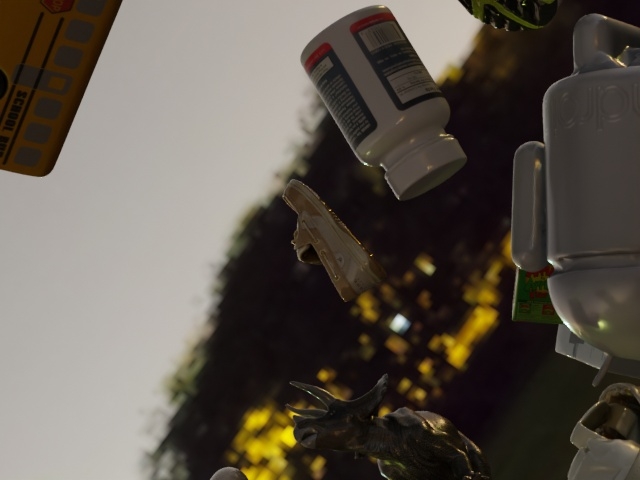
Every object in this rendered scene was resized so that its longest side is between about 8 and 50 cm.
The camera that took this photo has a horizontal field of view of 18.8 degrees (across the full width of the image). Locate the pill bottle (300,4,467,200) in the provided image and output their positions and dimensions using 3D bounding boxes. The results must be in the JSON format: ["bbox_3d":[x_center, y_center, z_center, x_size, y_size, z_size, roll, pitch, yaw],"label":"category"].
[{"bbox_3d":[0.067,-0.136,1.950,0.108,0.180,0.108,-29,-12,-6],"label":"pill bottle"}]

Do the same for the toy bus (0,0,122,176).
[{"bbox_3d":[-0.280,-0.224,1.923,0.108,0.130,0.332,-100,30,-47],"label":"toy bus"}]

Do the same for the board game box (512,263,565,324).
[{"bbox_3d":[0.321,0.054,2.286,0.043,0.181,0.092,-81,-5,-58],"label":"board game box"}]

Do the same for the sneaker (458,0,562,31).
[{"bbox_3d":[0.134,-0.388,1.901,0.145,0.384,0.147,-2,44,39],"label":"sneaker"}]

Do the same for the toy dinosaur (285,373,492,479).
[{"bbox_3d":[0.119,0.225,1.922,0.121,0.160,0.313,-44,-46,20],"label":"toy dinosaur"}]

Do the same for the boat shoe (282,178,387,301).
[{"bbox_3d":[0.000,0.000,1.989,0.059,0.170,0.063,-42,-44,1],"label":"boat shoe"}]

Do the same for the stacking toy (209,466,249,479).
[{"bbox_3d":[0.020,0.330,1.610,0.141,0.330,0.141,-58,-1,-1],"label":"stacking toy"}]

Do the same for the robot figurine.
[{"bbox_3d":[0.312,-0.039,1.834,0.200,0.300,0.353,5,-99,-50],"label":"robot figurine"}]

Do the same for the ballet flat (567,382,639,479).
[{"bbox_3d":[0.193,0.149,1.229,0.086,0.086,0.248,-57,-3,19],"label":"ballet flat"}]

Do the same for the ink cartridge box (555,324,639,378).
[{"bbox_3d":[0.408,0.130,2.497,0.208,0.153,0.086,-159,81,-79],"label":"ink cartridge box"}]
